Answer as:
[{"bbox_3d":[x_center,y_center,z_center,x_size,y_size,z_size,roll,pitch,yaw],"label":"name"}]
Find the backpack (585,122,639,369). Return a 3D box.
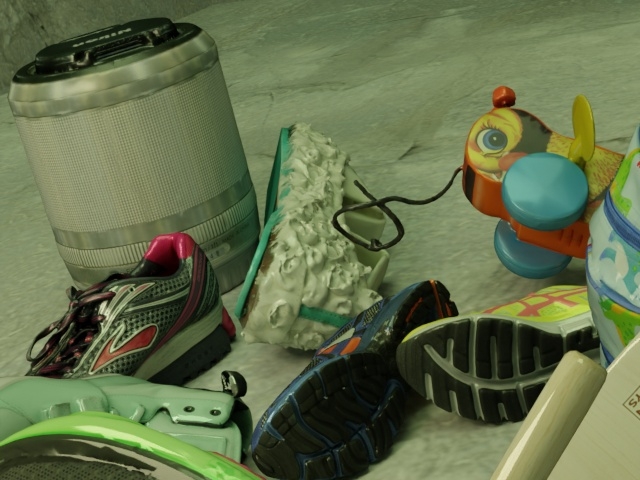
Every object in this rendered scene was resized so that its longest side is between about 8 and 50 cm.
[{"bbox_3d":[0.334,0.026,0.654,0.356,0.273,0.290,-19,23,24],"label":"backpack"}]

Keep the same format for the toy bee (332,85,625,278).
[{"bbox_3d":[0.185,-0.063,0.975,0.298,0.195,0.162,20,58,-9],"label":"toy bee"}]

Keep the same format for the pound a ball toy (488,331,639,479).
[{"bbox_3d":[0.149,0.114,0.441,0.136,0.208,0.319,42,95,27],"label":"pound a ball toy"}]

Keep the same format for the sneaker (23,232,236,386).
[{"bbox_3d":[-0.196,0.096,0.970,0.121,0.112,0.299,0,25,33],"label":"sneaker"}]

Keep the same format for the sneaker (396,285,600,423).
[{"bbox_3d":[0.157,0.076,0.846,0.209,0.081,0.094,-4,18,-4],"label":"sneaker"}]

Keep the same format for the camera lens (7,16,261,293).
[{"bbox_3d":[-0.190,-0.083,1.205,0.219,0.274,0.219,-13,20,5],"label":"camera lens"}]

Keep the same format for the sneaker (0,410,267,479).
[{"bbox_3d":[-0.220,0.230,0.589,0.483,0.185,0.202,-16,32,14],"label":"sneaker"}]

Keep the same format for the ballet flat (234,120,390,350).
[{"bbox_3d":[0.000,0.000,1.121,0.147,0.147,0.409,-11,23,7],"label":"ballet flat"}]

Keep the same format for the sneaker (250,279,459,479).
[{"bbox_3d":[0.022,0.111,0.857,0.087,0.083,0.221,-22,9,46],"label":"sneaker"}]

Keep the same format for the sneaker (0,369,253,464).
[{"bbox_3d":[-0.138,0.137,0.767,0.151,0.094,0.256,2,5,21],"label":"sneaker"}]
